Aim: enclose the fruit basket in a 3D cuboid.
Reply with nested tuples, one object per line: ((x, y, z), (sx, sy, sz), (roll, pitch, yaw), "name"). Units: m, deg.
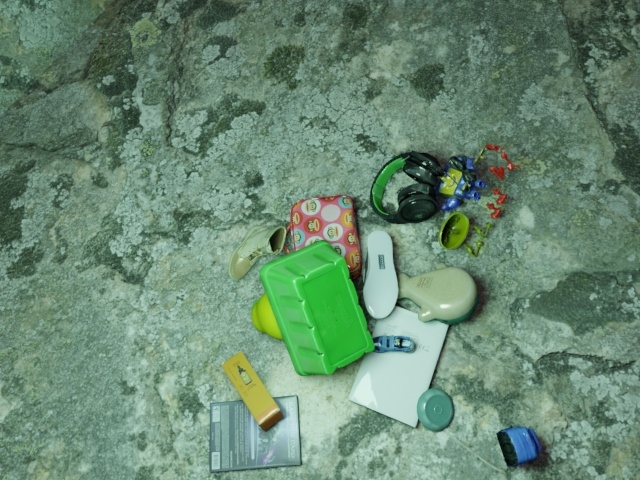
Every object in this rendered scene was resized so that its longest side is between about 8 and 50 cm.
((-0.046, 0.208, 1.561), (0.282, 0.392, 0.392), (-23, 65, -22), "fruit basket")

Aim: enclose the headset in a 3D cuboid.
((0.308, -0.188, 1.648), (0.393, 0.185, 0.244), (-3, 67, 44), "headset")

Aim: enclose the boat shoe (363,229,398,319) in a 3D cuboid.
((0.183, 0.119, 1.645), (0.108, 0.102, 0.302), (0, 60, -1), "boat shoe")

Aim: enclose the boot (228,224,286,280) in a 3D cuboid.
((-0.209, 0.040, 1.706), (0.165, 0.077, 0.213), (2, 56, 51), "boot")

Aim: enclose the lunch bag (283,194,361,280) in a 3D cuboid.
((0.000, 0.000, 1.713), (0.257, 0.120, 0.294), (-7, 67, 5), "lunch bag")

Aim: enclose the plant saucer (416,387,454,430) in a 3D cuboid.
((0.337, 0.489, 1.487), (0.119, 0.021, 0.120), (4, 74, -13), "plant saucer")

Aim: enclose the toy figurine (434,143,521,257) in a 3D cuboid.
((0.468, -0.148, 1.725), (0.217, 0.191, 0.363), (33, 100, 60), "toy figurine")

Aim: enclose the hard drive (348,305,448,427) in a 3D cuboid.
((0.239, 0.371, 1.564), (0.210, 0.040, 0.319), (19, 70, 15), "hard drive")

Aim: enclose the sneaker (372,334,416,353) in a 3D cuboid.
((0.213, 0.307, 1.539), (0.144, 0.059, 0.053), (-2, 68, 8), "sneaker")

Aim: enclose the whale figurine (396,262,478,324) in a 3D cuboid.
((0.355, 0.172, 1.603), (0.271, 0.141, 0.216), (4, 53, 34), "whale figurine")

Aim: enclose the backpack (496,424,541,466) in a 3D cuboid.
((0.543, 0.552, 1.402), (0.101, 0.120, 0.098), (-20, 65, -1), "backpack")

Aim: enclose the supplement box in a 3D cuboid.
((-0.206, 0.450, 1.549), (0.078, 0.080, 0.233), (-33, 59, -14), "supplement box")

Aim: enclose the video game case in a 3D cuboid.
((-0.197, 0.577, 1.542), (0.273, 0.026, 0.196), (-6, 66, 4), "video game case")
